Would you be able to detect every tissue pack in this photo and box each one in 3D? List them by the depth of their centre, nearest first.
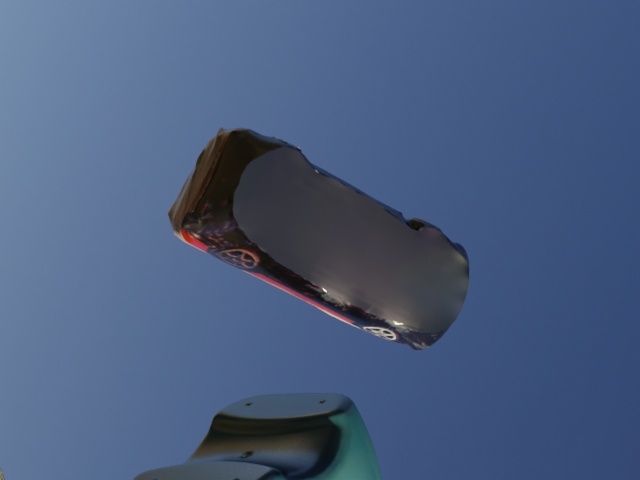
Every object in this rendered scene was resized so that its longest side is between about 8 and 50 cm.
[{"bbox_3d":[-0.056,0.289,1.200,0.198,0.287,0.206,-7,-77,25],"label":"tissue pack"}]

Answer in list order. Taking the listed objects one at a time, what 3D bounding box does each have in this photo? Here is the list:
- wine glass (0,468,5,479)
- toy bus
[{"bbox_3d":[-0.468,0.308,1.300,0.232,0.156,0.156,-20,-126,20],"label":"wine glass"},{"bbox_3d":[0.000,0.000,1.226,0.147,0.302,0.128,9,-107,65],"label":"toy bus"}]
